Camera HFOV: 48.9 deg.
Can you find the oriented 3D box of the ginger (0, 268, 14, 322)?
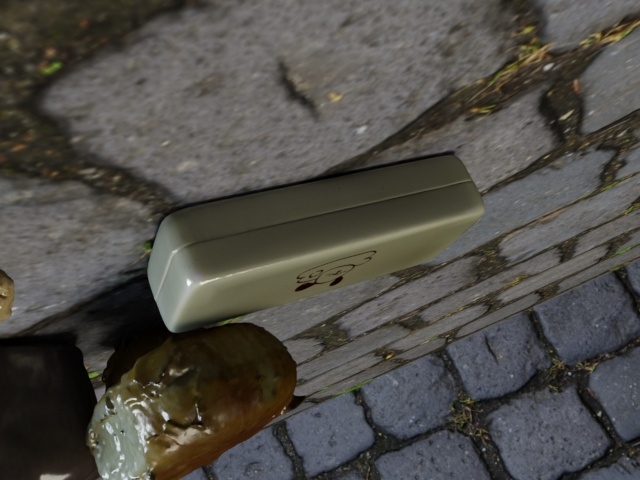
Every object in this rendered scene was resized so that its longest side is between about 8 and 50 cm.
[{"bbox_3d":[-0.313,0.079,0.507,0.288,0.075,0.089,-32,124,28],"label":"ginger"}]

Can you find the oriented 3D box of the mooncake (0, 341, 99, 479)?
[{"bbox_3d":[-0.369,0.226,0.738,0.306,0.154,0.306,-22,165,-6],"label":"mooncake"}]

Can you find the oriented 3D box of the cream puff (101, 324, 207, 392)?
[{"bbox_3d":[-0.175,0.167,0.827,0.150,0.165,0.115,-57,-156,-13],"label":"cream puff"}]

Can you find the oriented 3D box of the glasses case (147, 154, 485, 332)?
[{"bbox_3d":[0.000,0.000,0.669,0.312,0.070,0.131,-14,160,-27],"label":"glasses case"}]

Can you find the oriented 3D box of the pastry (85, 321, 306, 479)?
[{"bbox_3d":[-0.123,0.164,0.686,0.218,0.100,0.229,-30,163,-12],"label":"pastry"}]
